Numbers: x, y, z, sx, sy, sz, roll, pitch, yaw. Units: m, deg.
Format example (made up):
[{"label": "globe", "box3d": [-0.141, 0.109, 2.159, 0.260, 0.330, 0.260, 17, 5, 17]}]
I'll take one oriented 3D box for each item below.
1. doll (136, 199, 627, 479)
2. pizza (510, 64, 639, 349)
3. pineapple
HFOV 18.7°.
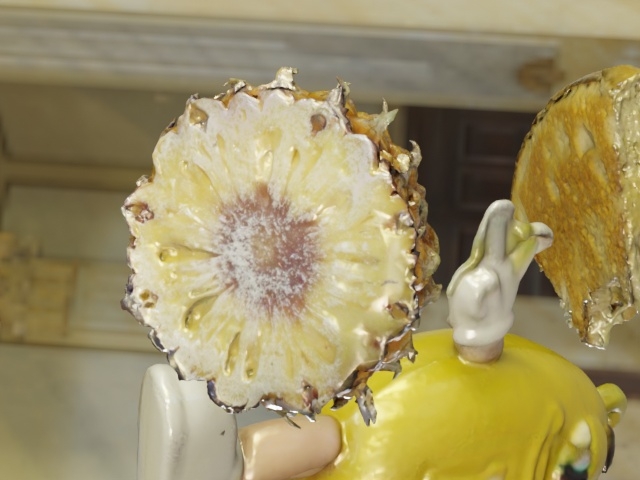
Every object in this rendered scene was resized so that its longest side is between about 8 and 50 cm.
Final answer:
[{"label": "doll", "box3d": [0.041, 0.146, 1.376, 0.161, 0.423, 0.348, 50, 164, 38]}, {"label": "pizza", "box3d": [0.257, -0.028, 1.738, 0.323, 0.089, 0.223, 119, 135, -69]}, {"label": "pineapple", "box3d": [-0.004, -0.001, 0.986, 0.137, 0.161, 0.176, -23, -77, -66]}]
